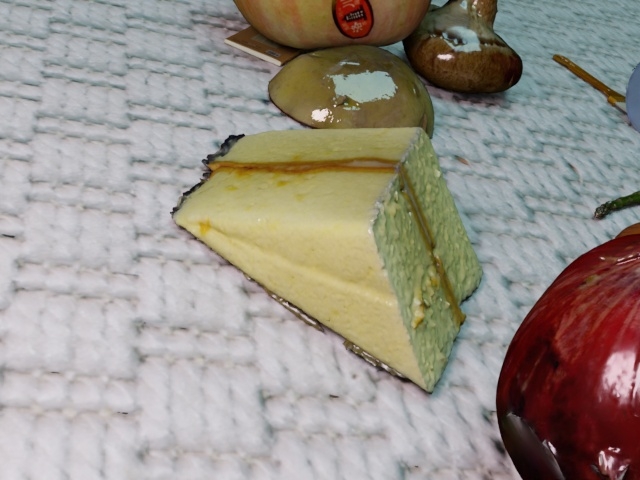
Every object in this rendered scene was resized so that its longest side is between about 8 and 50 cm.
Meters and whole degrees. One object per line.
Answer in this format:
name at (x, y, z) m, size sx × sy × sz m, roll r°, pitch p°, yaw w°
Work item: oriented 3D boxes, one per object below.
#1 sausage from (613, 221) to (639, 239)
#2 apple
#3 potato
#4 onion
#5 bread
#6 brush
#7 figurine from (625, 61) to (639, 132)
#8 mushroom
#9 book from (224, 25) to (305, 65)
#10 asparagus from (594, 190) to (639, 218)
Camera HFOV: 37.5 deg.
sausage at (0.484, 0.013, 1.385) m, size 0.089 × 0.089 × 0.179 m, roll 37°, pitch 41°, yaw 28°
apple at (0.015, -0.523, 1.691) m, size 0.392 × 0.346 × 0.391 m, roll -2°, pitch 18°, yaw 1°
potato at (0.068, -0.256, 1.576) m, size 0.299 × 0.116 × 0.239 m, roll 7°, pitch 37°, yaw -16°
onion at (0.322, 0.149, 0.859) m, size 0.342 × 0.341 × 0.341 m, roll 14°, pitch 31°, yaw -8°
bread at (0.000, 0.000, 1.207) m, size 0.405 × 0.242 × 0.346 m, roll -3°, pitch 22°, yaw 33°
brush at (0.622, -0.347, 2.107) m, size 0.090 × 0.017 × 0.314 m, roll -1°, pitch 35°, yaw -34°
figurine at (0.847, -0.326, 1.974) m, size 0.388 × 0.248 × 0.276 m, roll 0°, pitch 36°, yaw -31°
mushroom at (0.286, -0.390, 1.833) m, size 0.267 × 0.254 × 0.267 m, roll 8°, pitch 59°, yaw -14°
book at (-0.092, -0.372, 1.765) m, size 0.118 × 0.012 × 0.172 m, roll 25°, pitch 31°, yaw 11°
asparagus at (0.525, -0.067, 1.596) m, size 0.249 × 0.025 × 0.024 m, roll -14°, pitch 86°, yaw -43°
